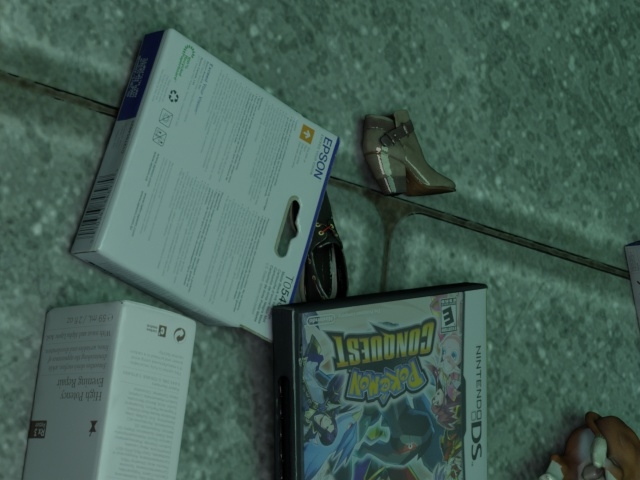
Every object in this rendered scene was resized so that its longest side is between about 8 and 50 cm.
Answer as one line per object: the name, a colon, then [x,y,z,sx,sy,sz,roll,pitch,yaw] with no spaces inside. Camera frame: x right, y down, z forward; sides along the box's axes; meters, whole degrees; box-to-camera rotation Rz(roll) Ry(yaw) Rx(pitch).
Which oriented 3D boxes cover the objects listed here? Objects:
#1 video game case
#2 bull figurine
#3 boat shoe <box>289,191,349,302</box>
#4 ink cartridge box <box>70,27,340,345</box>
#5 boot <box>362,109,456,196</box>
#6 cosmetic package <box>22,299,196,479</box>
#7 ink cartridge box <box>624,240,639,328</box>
video game case: [0.064,0.174,1.657,0.275,0.035,0.248,-5,97,-45]
bull figurine: [0.349,0.330,1.834,0.310,0.101,0.188,57,26,6]
boat shoe: [0.001,0.000,1.648,0.049,0.042,0.133,-4,86,-40]
ink cartridge box: [-0.099,-0.044,1.560,0.224,0.045,0.223,31,66,-36]
boot: [0.089,-0.089,1.738,0.118,0.042,0.087,-1,78,-49]
cosmetic package: [-0.180,0.172,1.418,0.085,0.117,0.231,18,72,-38]
ink cartridge box: [0.416,0.098,1.966,0.046,0.097,0.207,-15,95,-42]
